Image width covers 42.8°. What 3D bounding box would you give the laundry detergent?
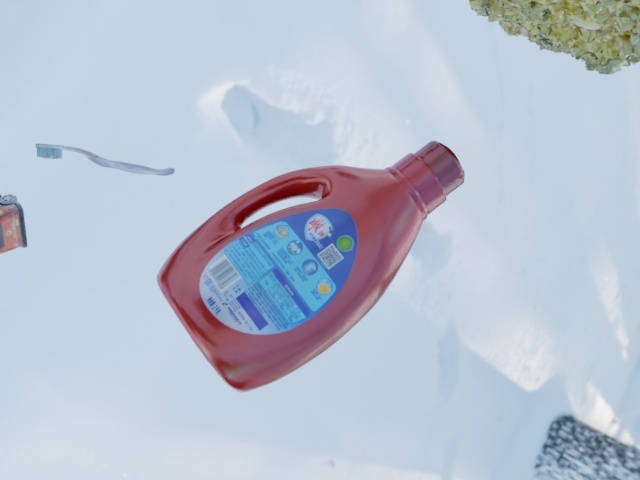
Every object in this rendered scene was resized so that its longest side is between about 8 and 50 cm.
[{"bbox_3d":[0.000,0.000,0.430,0.165,0.097,0.049,-36,159,-5],"label":"laundry detergent"}]

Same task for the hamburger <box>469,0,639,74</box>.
[{"bbox_3d":[0.172,-0.206,0.536,0.243,0.262,0.138,31,75,-42],"label":"hamburger"}]

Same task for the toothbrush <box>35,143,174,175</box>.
[{"bbox_3d":[-0.358,-0.134,1.385,0.269,0.021,0.027,7,90,-46],"label":"toothbrush"}]

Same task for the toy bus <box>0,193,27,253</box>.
[{"bbox_3d":[-0.512,-0.043,1.214,0.077,0.174,0.079,-32,139,-42],"label":"toy bus"}]
